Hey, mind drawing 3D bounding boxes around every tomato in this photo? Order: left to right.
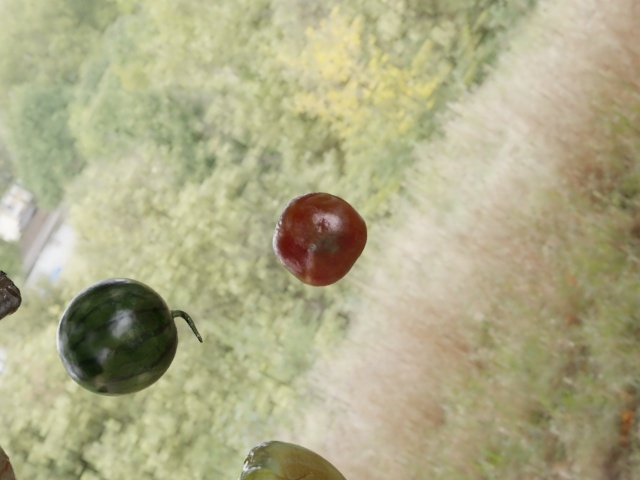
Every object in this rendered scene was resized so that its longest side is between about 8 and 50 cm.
[{"bbox_3d":[0.000,0.000,2.034,0.156,0.155,0.069,-58,11,6],"label":"tomato"}]

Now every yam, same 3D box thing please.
[{"bbox_3d":[-0.577,0.113,2.147,0.141,0.079,0.079,-34,-2,-42],"label":"yam"}]

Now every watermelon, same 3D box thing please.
[{"bbox_3d":[-0.307,0.146,1.993,0.214,0.188,0.188,-27,11,-18],"label":"watermelon"}]

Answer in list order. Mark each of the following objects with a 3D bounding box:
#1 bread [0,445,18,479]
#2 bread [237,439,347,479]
[{"bbox_3d":[-0.518,0.397,1.756,0.114,0.295,0.328,-15,42,11],"label":"bread"},{"bbox_3d":[-0.031,0.353,1.571,0.105,0.213,0.213,-47,24,28],"label":"bread"}]
